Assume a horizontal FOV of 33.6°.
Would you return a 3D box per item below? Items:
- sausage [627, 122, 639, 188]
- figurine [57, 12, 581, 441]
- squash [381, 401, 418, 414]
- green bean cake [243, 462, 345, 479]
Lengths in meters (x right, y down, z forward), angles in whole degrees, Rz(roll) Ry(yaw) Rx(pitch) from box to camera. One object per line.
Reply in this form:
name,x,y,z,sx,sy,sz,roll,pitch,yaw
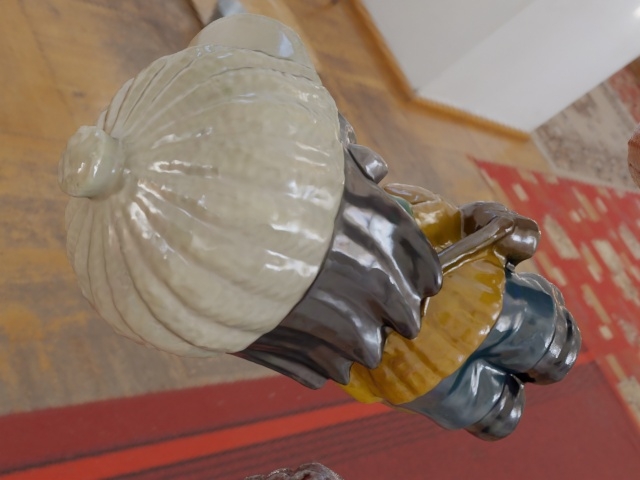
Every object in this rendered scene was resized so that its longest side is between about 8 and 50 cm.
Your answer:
sausage,0.225,-0.044,0.621,0.074,0.074,0.274,52,11,-3
figurine,0.009,0.016,0.627,0.332,0.185,0.204,35,17,-11
squash,0.125,0.116,1.213,0.204,0.237,0.155,-86,164,-48
green bean cake,-0.038,0.231,0.739,0.056,0.136,0.135,48,30,-41
